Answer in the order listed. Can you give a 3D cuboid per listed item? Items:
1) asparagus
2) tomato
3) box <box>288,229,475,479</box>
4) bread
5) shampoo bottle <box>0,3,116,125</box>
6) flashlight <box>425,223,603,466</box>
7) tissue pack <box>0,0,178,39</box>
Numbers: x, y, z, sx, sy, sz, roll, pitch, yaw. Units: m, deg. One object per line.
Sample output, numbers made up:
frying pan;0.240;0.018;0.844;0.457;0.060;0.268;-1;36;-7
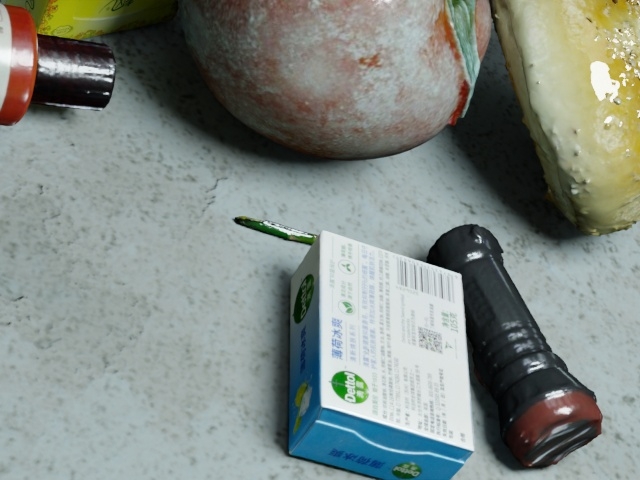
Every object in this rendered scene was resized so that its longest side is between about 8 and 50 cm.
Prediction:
asparagus;0.000;0.000;1.382;0.166;0.013;0.016;15;55;-18
tomato;0.022;-0.229;1.392;0.283;0.316;0.316;-4;35;24
box;0.049;0.100;1.270;0.139;0.073;0.194;17;44;-17
bread;0.270;-0.156;1.503;0.159;0.305;0.305;-17;50;8
shampoo bottle;-0.308;-0.152;1.269;0.278;0.104;0.104;4;49;-28
flashlight;0.163;0.088;1.351;0.093;0.093;0.232;-1;46;-32
tissue pack;-0.204;-0.246;1.429;0.176;0.095;0.062;-18;61;-42
